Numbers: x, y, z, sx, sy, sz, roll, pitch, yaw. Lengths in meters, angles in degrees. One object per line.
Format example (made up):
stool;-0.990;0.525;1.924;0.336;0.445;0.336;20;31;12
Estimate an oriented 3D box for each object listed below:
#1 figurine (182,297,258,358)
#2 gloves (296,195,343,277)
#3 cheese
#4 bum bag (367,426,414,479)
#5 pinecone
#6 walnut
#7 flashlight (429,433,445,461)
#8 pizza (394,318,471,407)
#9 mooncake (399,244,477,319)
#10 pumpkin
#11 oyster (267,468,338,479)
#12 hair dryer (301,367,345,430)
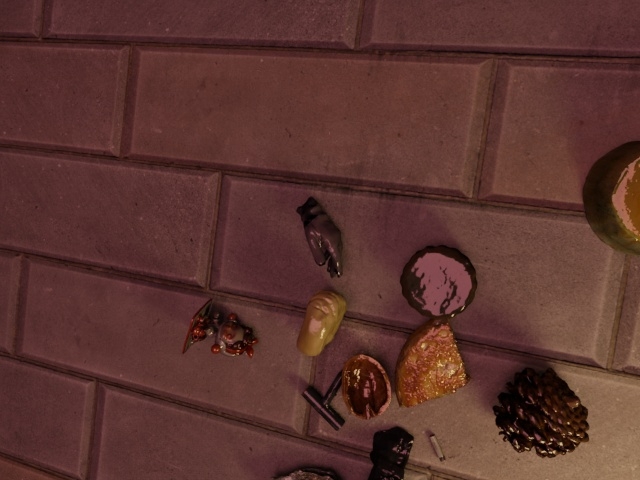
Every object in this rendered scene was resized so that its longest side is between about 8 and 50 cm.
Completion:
figurine;-0.331;0.339;1.668;0.226;0.183;0.160;22;107;2
gloves;0.004;-0.008;1.570;0.119;0.142;0.286;-27;84;44
cheese;-0.001;0.268;1.536;0.117;0.214;0.226;22;91;11
bum bag;0.202;0.748;1.511;0.137;0.074;0.310;0;55;34
pinecone;0.611;0.490;1.350;0.257;0.243;0.244;-25;85;21
walnut;0.157;0.468;1.556;0.167;0.087;0.211;-4;88;24
flashlight;0.377;0.667;1.532;0.018;0.018;0.083;-25;84;16
pizza;0.356;0.398;1.497;0.226;0.086;0.336;23;100;10
mooncake;0.366;0.124;1.467;0.228;0.124;0.228;1;93;22
pumpkin;0.894;-0.119;1.263;0.332;0.199;0.333;0;90;20
oyster;-0.040;0.876;1.618;0.267;0.112;0.199;-17;87;20
hair dryer;0.059;0.518;1.614;0.173;0.050;0.195;44;100;8
